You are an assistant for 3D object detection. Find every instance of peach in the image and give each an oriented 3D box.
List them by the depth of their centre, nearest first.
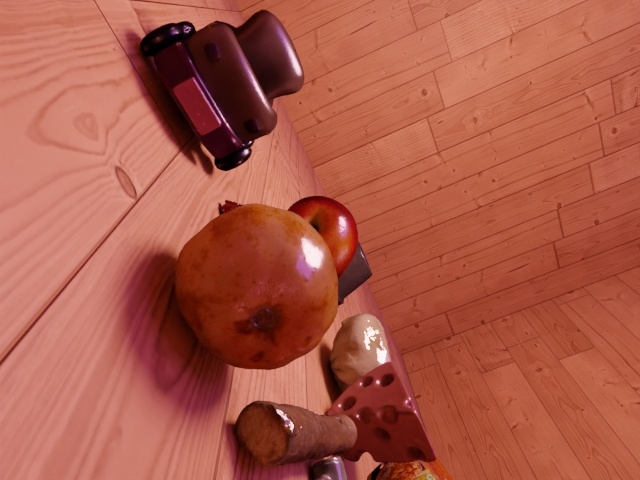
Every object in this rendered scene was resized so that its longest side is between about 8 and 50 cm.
[{"bbox_3d":[0.000,0.000,1.175,0.243,0.200,0.243,-13,90,-85],"label":"peach"}]

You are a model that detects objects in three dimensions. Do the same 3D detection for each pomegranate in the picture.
[{"bbox_3d":[-0.077,0.057,0.554,0.207,0.207,0.207,-23,90,-82],"label":"pomegranate"}]

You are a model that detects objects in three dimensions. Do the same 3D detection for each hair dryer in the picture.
[{"bbox_3d":[-0.003,0.382,0.667,0.154,0.054,0.106,39,32,-53],"label":"hair dryer"}]

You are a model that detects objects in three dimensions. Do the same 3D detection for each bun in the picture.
[{"bbox_3d":[0.103,0.308,1.135,0.259,0.160,0.259,-13,90,-84],"label":"bun"}]

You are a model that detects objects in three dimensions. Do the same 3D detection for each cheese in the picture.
[{"bbox_3d":[0.111,0.375,0.923,0.203,0.177,0.128,-109,175,-75],"label":"cheese"}]

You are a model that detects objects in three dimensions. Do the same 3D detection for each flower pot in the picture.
[{"bbox_3d":[0.089,0.087,1.661,0.269,0.166,0.268,-23,90,-80],"label":"flower pot"}]

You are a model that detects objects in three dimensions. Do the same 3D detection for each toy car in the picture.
[{"bbox_3d":[-0.153,-0.309,0.861,0.271,0.241,0.340,61,7,-27],"label":"toy car"}]

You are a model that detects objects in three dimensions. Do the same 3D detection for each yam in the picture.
[{"bbox_3d":[-0.015,0.289,0.674,0.356,0.081,0.081,48,20,-61],"label":"yam"}]

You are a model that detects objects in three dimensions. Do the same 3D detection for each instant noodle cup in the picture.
[{"bbox_3d":[0.210,0.570,0.951,0.230,0.230,0.182,62,0,-36],"label":"instant noodle cup"}]

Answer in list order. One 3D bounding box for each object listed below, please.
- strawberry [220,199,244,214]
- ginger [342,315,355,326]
[{"bbox_3d":[-0.108,0.012,0.836,0.140,0.085,0.192,49,18,-60],"label":"strawberry"},{"bbox_3d":[0.169,0.383,1.581,0.109,0.116,0.262,-6,-61,55],"label":"ginger"}]
